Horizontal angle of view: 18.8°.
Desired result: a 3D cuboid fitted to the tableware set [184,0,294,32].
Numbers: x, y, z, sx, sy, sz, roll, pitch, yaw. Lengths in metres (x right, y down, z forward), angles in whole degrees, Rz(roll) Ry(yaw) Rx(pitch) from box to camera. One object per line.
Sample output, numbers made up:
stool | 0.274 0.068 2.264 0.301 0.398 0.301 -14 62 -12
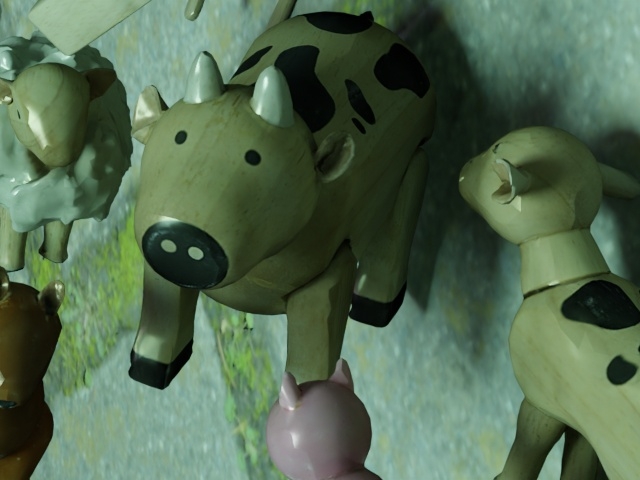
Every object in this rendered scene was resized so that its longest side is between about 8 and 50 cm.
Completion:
tableware set | -0.034 -0.204 0.949 0.128 0.039 0.194 63 143 35

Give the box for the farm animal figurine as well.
farm animal figurine | 0.000 0.000 0.745 0.326 0.330 0.172 -88 7 -61

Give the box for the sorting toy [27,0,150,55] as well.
sorting toy | -0.002 -0.213 0.683 0.089 0.255 0.257 43 153 -15
